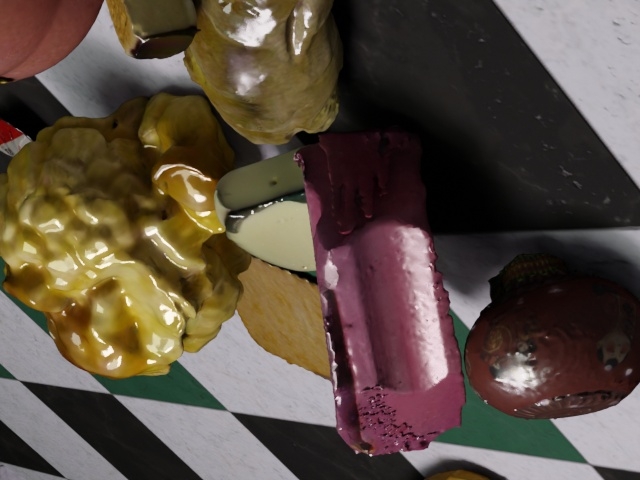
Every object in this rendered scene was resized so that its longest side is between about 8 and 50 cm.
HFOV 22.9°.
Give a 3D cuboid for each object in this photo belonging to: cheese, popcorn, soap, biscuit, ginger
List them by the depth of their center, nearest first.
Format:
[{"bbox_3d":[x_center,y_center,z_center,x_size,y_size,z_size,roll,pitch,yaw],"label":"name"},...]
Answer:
[{"bbox_3d":[-0.139,-0.223,1.147,0.052,0.056,0.188,131,123,-66],"label":"biscuit"},{"bbox_3d":[-0.042,-0.160,1.179,0.116,0.109,0.263,34,156,15],"label":"ginger"},{"bbox_3d":[0.046,0.040,1.329,0.182,0.112,0.289,-109,8,-65],"label":"soap"},{"bbox_3d":[0.000,0.000,1.466,0.127,0.054,0.251,-18,149,14],"label":"cheese"},{"bbox_3d":[-0.186,-0.018,1.540,0.265,0.225,0.332,27,136,-7],"label":"popcorn"},{"bbox_3d":[-0.015,0.096,1.752,0.232,0.013,0.237,23,154,29],"label":"biscuit"}]

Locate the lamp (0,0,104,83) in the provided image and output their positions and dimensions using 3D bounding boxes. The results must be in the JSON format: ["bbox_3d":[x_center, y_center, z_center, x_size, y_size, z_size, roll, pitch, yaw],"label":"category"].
[{"bbox_3d":[-0.315,-0.241,1.236,0.305,0.239,0.305,2,-172,0],"label":"lamp"}]

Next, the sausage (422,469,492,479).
[{"bbox_3d":[0.144,0.362,1.924,0.134,0.116,0.354,43,154,9],"label":"sausage"}]

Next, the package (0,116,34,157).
[{"bbox_3d":[-0.290,-0.059,1.817,0.239,0.030,0.154,44,158,-19],"label":"package"}]

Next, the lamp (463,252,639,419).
[{"bbox_3d":[0.190,0.076,1.289,0.157,0.135,0.156,-19,162,36],"label":"lamp"}]
